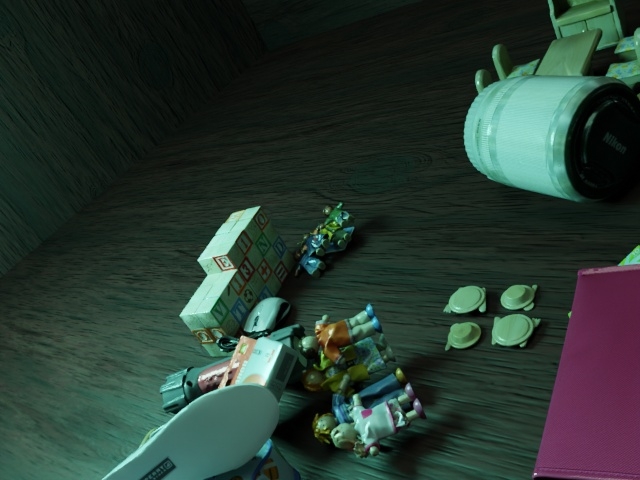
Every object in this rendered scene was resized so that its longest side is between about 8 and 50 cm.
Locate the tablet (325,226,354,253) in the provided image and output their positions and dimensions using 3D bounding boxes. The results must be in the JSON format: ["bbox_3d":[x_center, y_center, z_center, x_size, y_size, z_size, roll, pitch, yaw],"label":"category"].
[{"bbox_3d":[0.045,-0.001,1.487,0.054,0.006,0.083,-12,34,32],"label":"tablet"}]

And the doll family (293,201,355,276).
[{"bbox_3d":[0.000,0.000,1.446,0.193,0.076,0.111,-45,38,-11],"label":"doll family"}]

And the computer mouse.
[{"bbox_3d":[-0.124,0.161,1.303,0.106,0.042,0.193,-9,21,25],"label":"computer mouse"}]

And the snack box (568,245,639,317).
[{"bbox_3d":[0.411,0.088,0.868,0.141,0.037,0.100,-53,12,24],"label":"snack box"}]

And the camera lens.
[{"bbox_3d":[0.433,-0.196,1.192,0.219,0.219,0.274,-39,28,-14],"label":"camera lens"}]

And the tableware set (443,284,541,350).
[{"bbox_3d":[0.276,0.122,1.041,0.169,0.020,0.141,-9,37,34],"label":"tableware set"}]

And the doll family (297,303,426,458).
[{"bbox_3d":[0.053,0.238,1.002,0.163,0.118,0.263,-25,46,-1],"label":"doll family"}]

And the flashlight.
[{"bbox_3d":[-0.157,0.249,1.180,0.304,0.103,0.103,-23,58,17],"label":"flashlight"}]

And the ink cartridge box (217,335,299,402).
[{"bbox_3d":[-0.125,0.228,1.056,0.179,0.045,0.145,5,67,50],"label":"ink cartridge box"}]

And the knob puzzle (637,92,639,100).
[{"bbox_3d":[0.636,-0.220,1.236,0.213,0.030,0.213,-23,29,14],"label":"knob puzzle"}]

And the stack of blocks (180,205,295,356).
[{"bbox_3d":[-0.182,0.085,1.394,0.087,0.171,0.297,-11,34,34],"label":"stack of blocks"}]

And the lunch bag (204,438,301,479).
[{"bbox_3d":[-0.176,0.411,0.917,0.243,0.115,0.303,-9,35,40],"label":"lunch bag"}]

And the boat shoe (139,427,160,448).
[{"bbox_3d":[-0.275,0.405,1.070,0.073,0.073,0.207,-17,38,22],"label":"boat shoe"}]

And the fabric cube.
[{"bbox_3d":[0.373,0.191,0.577,0.254,0.259,0.258,-10,32,36],"label":"fabric cube"}]

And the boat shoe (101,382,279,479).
[{"bbox_3d":[-0.187,0.295,0.891,0.301,0.108,0.102,-38,0,-1],"label":"boat shoe"}]

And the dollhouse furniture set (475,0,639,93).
[{"bbox_3d":[0.586,-0.498,1.502,0.362,0.256,0.394,-6,37,40],"label":"dollhouse furniture set"}]
